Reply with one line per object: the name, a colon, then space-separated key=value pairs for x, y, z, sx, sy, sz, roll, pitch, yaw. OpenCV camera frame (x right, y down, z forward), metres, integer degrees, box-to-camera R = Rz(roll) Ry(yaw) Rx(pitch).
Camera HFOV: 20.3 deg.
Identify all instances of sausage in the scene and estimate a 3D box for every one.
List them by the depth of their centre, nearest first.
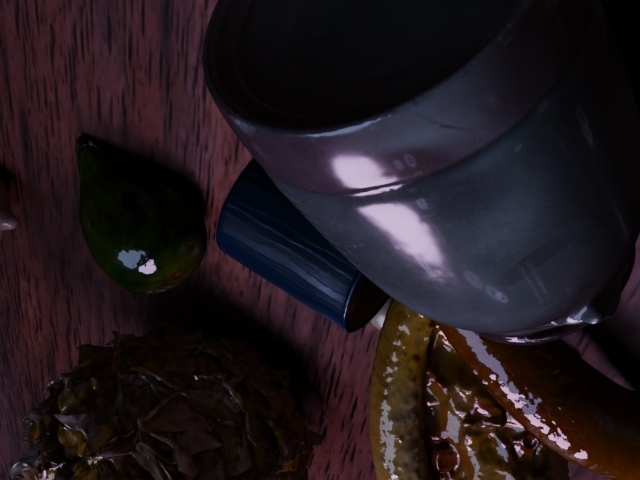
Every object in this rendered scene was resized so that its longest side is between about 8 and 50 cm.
sausage: x=0.190 y=0.107 z=1.454 sx=0.302 sy=0.103 sz=0.076 roll=43 pitch=163 yaw=-13

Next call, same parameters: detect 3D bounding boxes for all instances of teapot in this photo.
teapot: x=0.079 y=-0.082 z=1.181 sx=0.312 sy=0.233 sz=0.315 roll=54 pitch=180 yaw=-42

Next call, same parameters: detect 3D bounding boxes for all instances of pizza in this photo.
pizza: x=0.136 y=0.179 z=1.549 sx=0.182 sy=0.074 sz=0.366 roll=-4 pitch=108 yaw=8

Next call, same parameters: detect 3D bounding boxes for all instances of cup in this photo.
cup: x=-0.006 y=0.005 z=1.515 sx=0.138 sy=0.113 sz=0.150 roll=30 pitch=143 yaw=18

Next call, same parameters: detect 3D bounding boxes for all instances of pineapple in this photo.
pineapple: x=-0.170 y=0.258 z=1.899 sx=0.352 sy=0.352 sz=0.300 roll=36 pitch=154 yaw=2

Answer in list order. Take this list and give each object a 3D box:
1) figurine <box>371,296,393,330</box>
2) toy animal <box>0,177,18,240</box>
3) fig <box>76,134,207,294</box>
figurine: x=0.051 y=0.042 z=1.602 sx=0.083 sy=0.047 sz=0.051 roll=32 pitch=141 yaw=27
toy animal: x=-0.441 y=-0.032 z=1.976 sx=0.248 sy=0.165 sz=0.149 roll=18 pitch=144 yaw=23
fig: x=-0.192 y=-0.027 z=1.732 sx=0.177 sy=0.117 sz=0.117 roll=43 pitch=156 yaw=13
